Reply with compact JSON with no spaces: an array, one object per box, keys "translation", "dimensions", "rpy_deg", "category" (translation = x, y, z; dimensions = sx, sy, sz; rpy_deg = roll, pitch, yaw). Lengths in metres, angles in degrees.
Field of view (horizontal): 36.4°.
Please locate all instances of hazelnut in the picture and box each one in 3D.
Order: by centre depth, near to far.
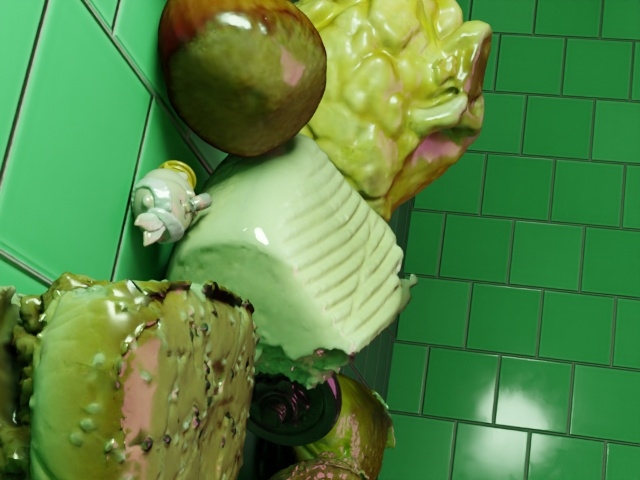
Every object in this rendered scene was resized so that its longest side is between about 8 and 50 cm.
[{"translation":[-0.082,-0.202,1.079],"dimensions":[0.210,0.186,0.210],"rpy_deg":[-10,102,-58],"category":"hazelnut"}]

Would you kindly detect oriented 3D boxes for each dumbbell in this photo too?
[{"translation":[-0.024,0.164,1.547],"dimensions":[0.406,0.179,0.179],"rpy_deg":[-64,156,-61],"category":"dumbbell"}]

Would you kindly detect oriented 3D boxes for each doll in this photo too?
[{"translation":[-0.157,-0.036,1.033],"dimensions":[0.127,0.084,0.073],"rpy_deg":[-80,169,-58],"category":"doll"}]

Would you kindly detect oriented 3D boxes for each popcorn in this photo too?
[{"translation":[0.074,-0.225,1.508],"dimensions":[0.390,0.354,0.344],"rpy_deg":[-44,-173,10],"category":"popcorn"}]

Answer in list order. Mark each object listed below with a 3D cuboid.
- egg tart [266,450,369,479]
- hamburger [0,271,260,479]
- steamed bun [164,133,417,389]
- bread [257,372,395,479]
[{"translation":[-0.024,0.470,1.567],"dimensions":[0.095,0.278,0.279],"rpy_deg":[41,-40,46],"category":"egg tart"},{"translation":[-0.176,0.165,0.782],"dimensions":[0.318,0.195,0.277],"rpy_deg":[31,63,-75],"category":"hamburger"},{"translation":[-0.075,0.044,1.177],"dimensions":[0.273,0.272,0.290],"rpy_deg":[54,25,-15],"category":"steamed bun"},{"translation":[0.013,0.362,1.800],"dimensions":[0.376,0.208,0.251],"rpy_deg":[42,50,-71],"category":"bread"}]
